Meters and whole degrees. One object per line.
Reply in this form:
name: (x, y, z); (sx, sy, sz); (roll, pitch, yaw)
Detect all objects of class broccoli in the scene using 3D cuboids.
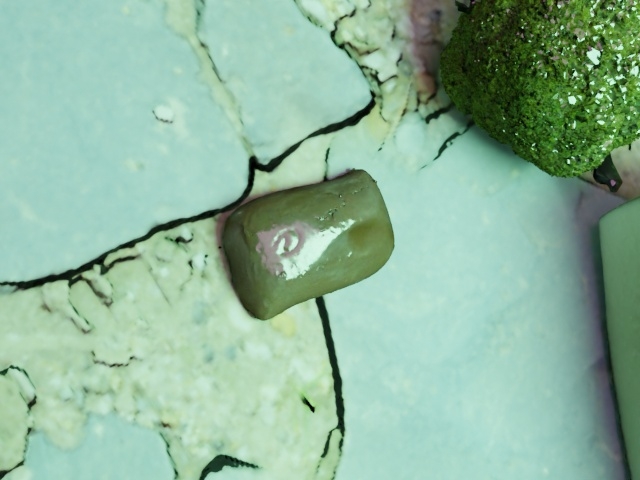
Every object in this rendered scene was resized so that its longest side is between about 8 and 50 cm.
broccoli: (0.133, -0.101, 0.942); (0.131, 0.130, 0.120); (17, 28, 7)

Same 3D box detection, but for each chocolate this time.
chocolate: (0.000, 0.000, 0.907); (0.100, 0.031, 0.065); (-18, 92, -26)

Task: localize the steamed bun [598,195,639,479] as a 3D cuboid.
steamed bun: (0.265, 0.071, 0.943); (0.164, 0.146, 0.242); (-5, 83, -19)
